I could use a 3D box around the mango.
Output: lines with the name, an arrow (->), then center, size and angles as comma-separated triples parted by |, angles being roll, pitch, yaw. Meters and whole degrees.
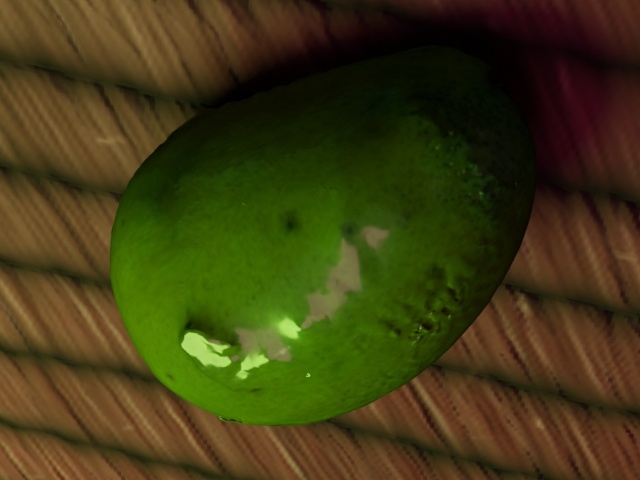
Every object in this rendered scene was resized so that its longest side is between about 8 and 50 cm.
mango -> 0.000, 0.001, 0.695 | 0.178, 0.100, 0.119 | -34, 115, 32
